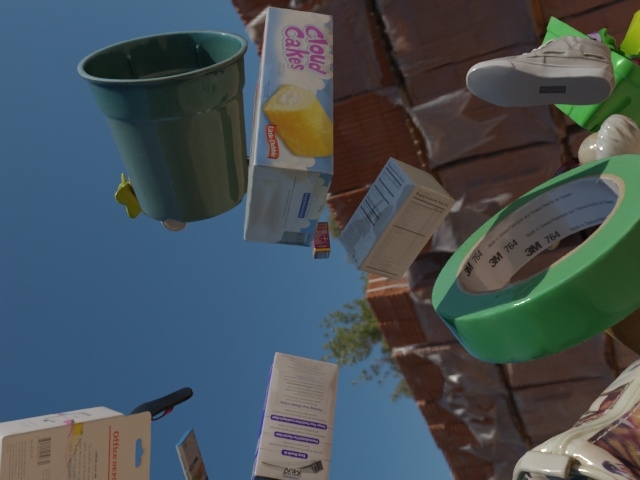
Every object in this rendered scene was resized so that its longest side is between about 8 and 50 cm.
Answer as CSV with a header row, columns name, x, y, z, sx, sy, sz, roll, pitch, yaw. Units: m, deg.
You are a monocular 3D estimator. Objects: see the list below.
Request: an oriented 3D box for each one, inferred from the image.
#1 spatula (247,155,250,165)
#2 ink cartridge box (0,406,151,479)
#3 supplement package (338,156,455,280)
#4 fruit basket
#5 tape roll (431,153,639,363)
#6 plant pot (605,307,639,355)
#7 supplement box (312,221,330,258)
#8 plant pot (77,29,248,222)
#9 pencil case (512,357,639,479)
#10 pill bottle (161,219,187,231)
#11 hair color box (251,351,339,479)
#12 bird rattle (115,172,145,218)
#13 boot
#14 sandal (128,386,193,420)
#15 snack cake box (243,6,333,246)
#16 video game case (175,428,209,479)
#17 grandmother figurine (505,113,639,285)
name,x,y,z,sx,sy,sz,roll,pitch,yaw
spatula,-0.249,-0.207,1.574,0.084,0.296,0.030,49,-123,-50
ink cartridge box,-0.323,0.286,0.795,0.198,0.067,0.115,4,-93,-46
supplement package,0.177,-0.048,1.450,0.139,0.244,0.134,17,-153,-33
fruit basket,0.725,-0.434,1.432,0.282,0.392,0.392,21,-131,-23
tape roll,0.294,0.018,0.784,0.077,0.321,0.321,51,-155,-9
plant pot,0.564,0.033,1.021,0.237,0.254,0.237,30,-159,-13
supplement box,0.000,0.000,1.599,0.055,0.043,0.083,100,165,-68
plant pot,-0.302,-0.239,1.322,0.341,0.341,0.334,-72,-20,-56
pencil case,0.371,0.168,0.610,0.410,0.160,0.184,-29,-92,-27
pill bottle,-0.465,-0.102,1.985,0.160,0.087,0.087,-101,-13,-59
hair color box,-0.063,0.480,1.610,0.110,0.185,0.339,110,171,-49
bird rattle,-0.476,-0.196,1.721,0.206,0.254,0.143,3,-150,-35
boot,0.409,-0.321,1.145,0.095,0.258,0.123,82,-159,-52
sandal,-0.426,0.453,1.652,0.067,0.179,0.040,32,136,57
snack cake box,-0.040,-0.143,0.768,0.152,0.089,0.264,107,166,-56
video game case,-0.276,0.513,1.354,0.119,0.015,0.166,102,150,-89
grandmother figurine,0.386,-0.062,1.007,0.104,0.342,0.208,26,-139,-10
